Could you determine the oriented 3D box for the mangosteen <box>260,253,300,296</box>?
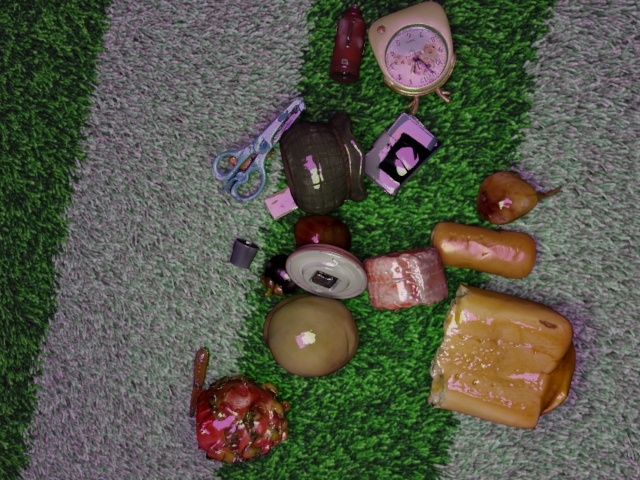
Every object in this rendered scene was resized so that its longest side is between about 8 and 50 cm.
[{"bbox_3d":[-0.124,0.118,1.681,0.137,0.137,0.151,44,75,6],"label":"mangosteen"}]

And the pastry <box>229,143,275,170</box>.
[{"bbox_3d":[-0.221,-0.272,1.730,0.140,0.056,0.080,-36,97,7],"label":"pastry"}]

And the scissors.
[{"bbox_3d":[-0.182,-0.287,1.678,0.180,0.032,0.393,41,106,-12],"label":"scissors"}]

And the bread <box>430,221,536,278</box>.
[{"bbox_3d":[0.482,0.028,1.603,0.305,0.091,0.142,9,88,9],"label":"bread"}]

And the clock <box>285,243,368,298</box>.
[{"bbox_3d":[0.017,0.096,1.551,0.244,0.244,0.056,10,56,9],"label":"clock"}]

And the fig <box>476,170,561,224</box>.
[{"bbox_3d":[0.587,-0.131,1.568,0.257,0.159,0.159,-10,90,-9],"label":"fig"}]

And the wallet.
[{"bbox_3d":[0.239,-0.262,1.646,0.170,0.069,0.231,43,98,2],"label":"wallet"}]

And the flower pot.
[{"bbox_3d":[0.003,-0.222,1.592,0.213,0.302,0.301,-15,89,-6],"label":"flower pot"}]

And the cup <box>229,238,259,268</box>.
[{"bbox_3d":[-0.256,0.039,1.743,0.100,0.078,0.077,33,103,41],"label":"cup"}]

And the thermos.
[{"bbox_3d":[0.089,-0.608,1.636,0.099,0.124,0.232,9,86,6],"label":"thermos"}]

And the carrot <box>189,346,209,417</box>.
[{"bbox_3d":[-0.411,0.478,1.797,0.049,0.049,0.254,13,98,9],"label":"carrot"}]

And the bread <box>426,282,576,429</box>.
[{"bbox_3d":[0.518,0.329,1.531,0.394,0.250,0.361,13,96,5],"label":"bread"}]

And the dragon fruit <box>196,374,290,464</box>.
[{"bbox_3d":[-0.238,0.546,1.663,0.291,0.250,0.269,-2,99,-5],"label":"dragon fruit"}]

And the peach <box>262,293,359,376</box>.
[{"bbox_3d":[-0.028,0.287,1.601,0.292,0.292,0.247,23,71,8],"label":"peach"}]

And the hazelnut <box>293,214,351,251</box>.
[{"bbox_3d":[0.000,0.000,1.634,0.178,0.204,0.178,-13,66,30],"label":"hazelnut"}]

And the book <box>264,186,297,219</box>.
[{"bbox_3d":[-0.119,-0.124,1.738,0.111,0.014,0.077,-27,87,10],"label":"book"}]

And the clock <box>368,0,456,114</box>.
[{"bbox_3d":[0.287,-0.537,1.612,0.235,0.096,0.308,-17,88,7],"label":"clock"}]

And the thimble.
[{"bbox_3d":[0.248,0.113,1.574,0.239,0.239,0.162,-10,90,10],"label":"thimble"}]
